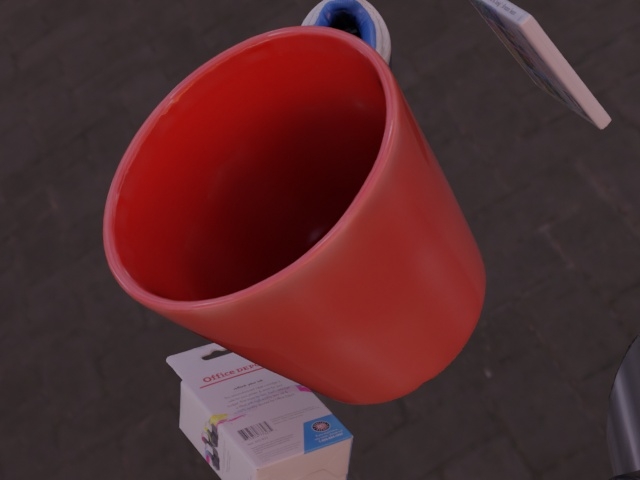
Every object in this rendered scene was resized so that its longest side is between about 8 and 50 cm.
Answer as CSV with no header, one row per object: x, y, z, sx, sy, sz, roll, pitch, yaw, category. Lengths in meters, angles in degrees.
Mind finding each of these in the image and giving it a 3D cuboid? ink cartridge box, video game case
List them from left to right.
-0.063,0.169,1.380,0.104,0.061,0.181,-14,37,-29,ink cartridge box
0.217,-0.191,1.490,0.019,0.157,0.143,-43,31,3,video game case

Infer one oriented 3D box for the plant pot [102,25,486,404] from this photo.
0.000,0.000,1.222,0.275,0.243,0.275,-20,48,24,plant pot

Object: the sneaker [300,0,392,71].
0.011,-0.110,1.596,0.130,0.236,0.323,5,64,8,sneaker

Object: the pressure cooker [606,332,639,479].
0.441,0.236,1.287,0.370,0.375,0.420,-35,14,16,pressure cooker
